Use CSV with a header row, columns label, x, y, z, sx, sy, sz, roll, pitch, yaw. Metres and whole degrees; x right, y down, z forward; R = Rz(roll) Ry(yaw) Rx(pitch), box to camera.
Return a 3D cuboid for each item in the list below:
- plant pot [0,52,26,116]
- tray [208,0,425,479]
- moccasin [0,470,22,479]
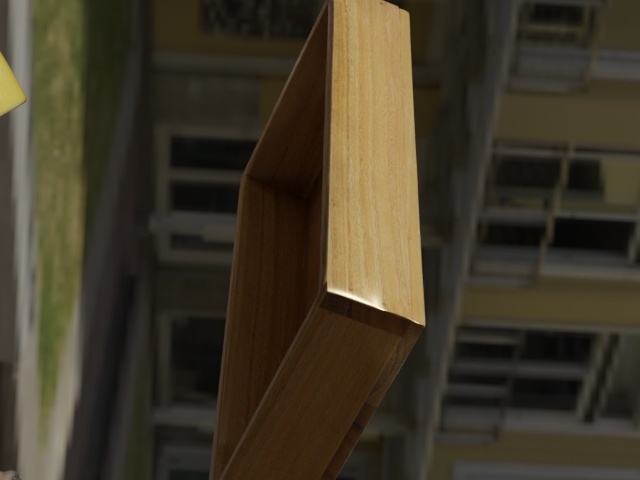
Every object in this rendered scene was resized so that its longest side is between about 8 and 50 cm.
label,x,y,z,sx,sy,sz,roll,pitch,yaw
plant pot,-0.473,-0.188,1.833,0.239,0.254,0.254,61,2,-8
tray,0.000,0.000,1.280,0.411,0.076,0.203,-87,-160,-56
moccasin,-0.269,0.246,1.160,0.380,0.147,0.139,138,-50,-58
